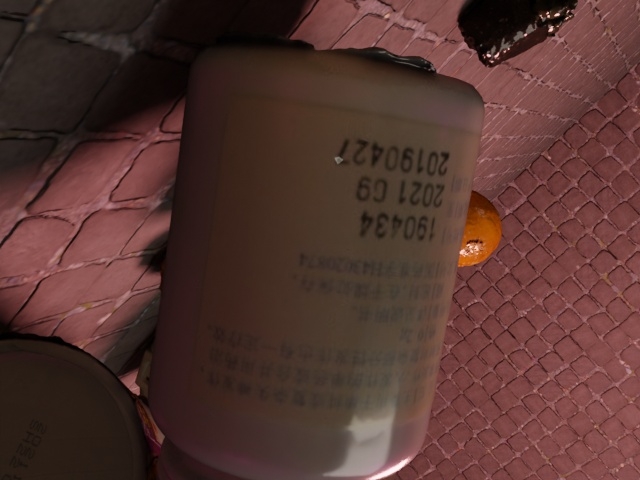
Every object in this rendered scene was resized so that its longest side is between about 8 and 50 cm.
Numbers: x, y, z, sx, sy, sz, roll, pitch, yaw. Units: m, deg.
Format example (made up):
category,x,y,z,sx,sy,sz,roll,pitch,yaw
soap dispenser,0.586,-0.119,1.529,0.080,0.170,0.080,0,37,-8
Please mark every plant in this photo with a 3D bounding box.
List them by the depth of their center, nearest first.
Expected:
category,x,y,z,sx,sy,sz,roll,pitch,yaw
plant,0.239,-0.270,0.853,0.143,0.094,0.092,-39,158,11

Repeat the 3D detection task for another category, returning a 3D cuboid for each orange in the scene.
category,x,y,z,sx,sy,sz,roll,pitch,yaw
orange,0.313,-0.028,1.694,0.219,0.192,0.219,-2,-170,0

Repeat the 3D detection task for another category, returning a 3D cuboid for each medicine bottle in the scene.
category,x,y,z,sx,sy,sz,roll,pitch,yaw
medicine bottle,-0.013,0.054,0.537,0.213,0.214,0.378,-10,111,-68

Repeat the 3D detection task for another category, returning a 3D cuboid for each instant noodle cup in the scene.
category,x,y,z,sx,sy,sz,roll,pitch,yaw
instant noodle cup,-0.265,0.245,0.663,0.340,0.340,0.266,-36,156,-24

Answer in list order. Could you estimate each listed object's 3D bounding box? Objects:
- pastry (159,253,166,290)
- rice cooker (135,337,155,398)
category,x,y,z,sx,sy,sz,roll,pitch,yaw
pastry,-0.133,0.034,0.846,0.087,0.063,0.169,-11,173,6
rice cooker,-0.100,0.214,1.091,0.288,0.288,0.277,-48,167,28
